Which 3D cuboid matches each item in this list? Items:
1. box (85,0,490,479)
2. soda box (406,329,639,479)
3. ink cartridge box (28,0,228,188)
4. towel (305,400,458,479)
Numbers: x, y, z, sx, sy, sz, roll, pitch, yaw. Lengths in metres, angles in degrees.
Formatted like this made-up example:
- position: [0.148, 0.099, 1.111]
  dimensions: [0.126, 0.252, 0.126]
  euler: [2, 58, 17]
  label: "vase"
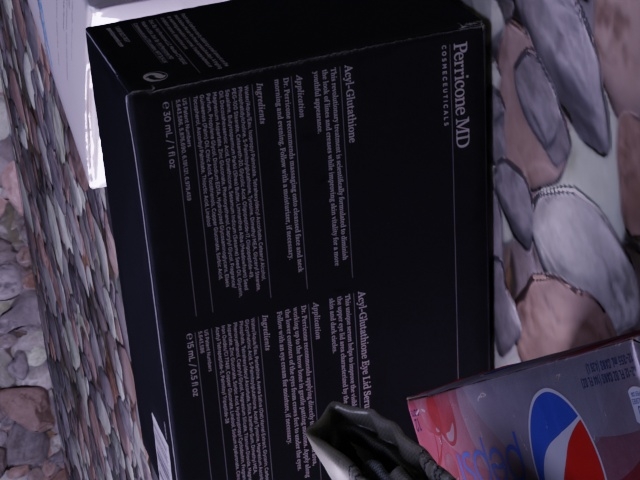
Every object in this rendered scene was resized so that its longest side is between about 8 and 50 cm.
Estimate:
- position: [-0.011, 0.006, 0.887]
  dimensions: [0.103, 0.184, 0.261]
  euler: [-125, 27, -57]
  label: "box"
- position: [0.120, 0.086, 0.682]
  dimensions: [0.263, 0.083, 0.092]
  euler: [145, 110, -73]
  label: "soda box"
- position: [-0.092, -0.181, 1.036]
  dimensions: [0.168, 0.171, 0.232]
  euler: [100, 153, -53]
  label: "ink cartridge box"
- position: [0.130, 0.234, 0.669]
  dimensions: [0.312, 0.056, 0.324]
  euler: [35, 154, 58]
  label: "towel"
